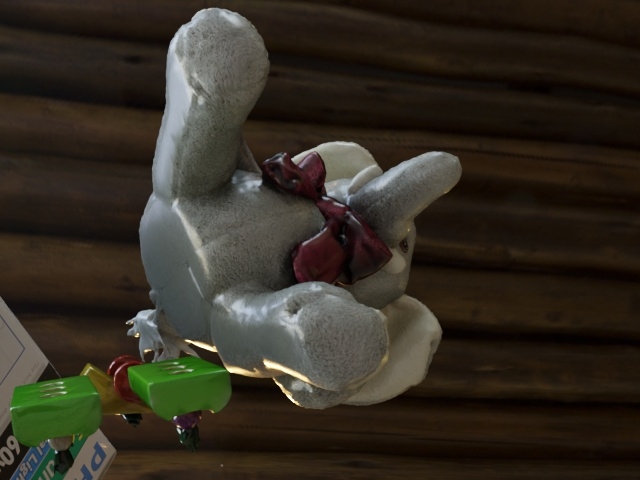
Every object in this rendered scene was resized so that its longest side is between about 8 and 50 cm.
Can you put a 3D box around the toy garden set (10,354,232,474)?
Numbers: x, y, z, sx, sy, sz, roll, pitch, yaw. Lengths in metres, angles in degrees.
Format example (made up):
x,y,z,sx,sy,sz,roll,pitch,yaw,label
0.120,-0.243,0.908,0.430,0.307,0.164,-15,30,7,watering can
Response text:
x,y,z,sx,sy,sz,roll,pitch,yaw,label
-0.189,0.112,0.534,0.244,0.204,0.049,-8,-91,-18,toy garden set

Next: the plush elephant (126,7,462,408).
x,y,z,sx,sy,sz,roll,pitch,yaw,label
0.000,0.000,0.756,0.255,0.330,0.272,-17,-108,-32,plush elephant

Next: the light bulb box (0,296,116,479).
x,y,z,sx,sy,sz,roll,pitch,yaw,label
-0.456,0.164,0.881,0.357,0.361,0.225,4,-134,28,light bulb box
